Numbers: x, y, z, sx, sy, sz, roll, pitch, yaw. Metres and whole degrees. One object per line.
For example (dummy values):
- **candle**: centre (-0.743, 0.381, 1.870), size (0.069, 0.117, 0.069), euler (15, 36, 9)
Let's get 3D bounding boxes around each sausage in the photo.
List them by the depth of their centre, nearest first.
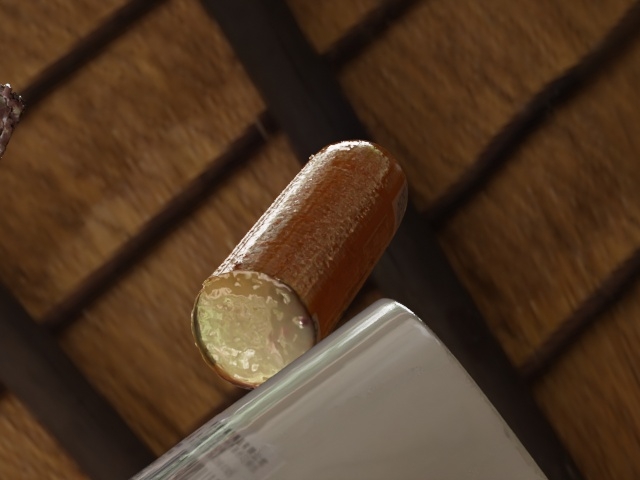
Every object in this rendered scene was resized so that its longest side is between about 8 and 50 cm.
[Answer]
- **sausage**: centre (0.000, 0.000, 0.956), size (0.071, 0.071, 0.234), euler (-10, -160, 23)

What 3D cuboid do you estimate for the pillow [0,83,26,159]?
- **pillow**: centre (-0.260, -0.029, 1.075), size (0.118, 0.043, 0.185), euler (28, -76, 32)

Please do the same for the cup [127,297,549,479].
- **cup**: centre (-0.006, 0.183, 0.740), size (0.258, 0.219, 0.289), euler (-34, 176, -12)
